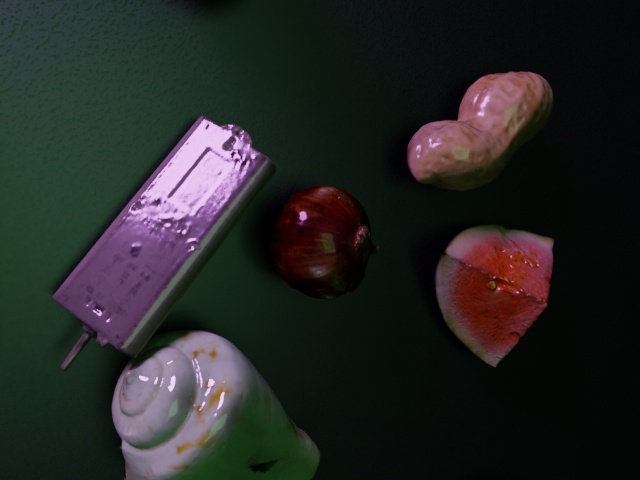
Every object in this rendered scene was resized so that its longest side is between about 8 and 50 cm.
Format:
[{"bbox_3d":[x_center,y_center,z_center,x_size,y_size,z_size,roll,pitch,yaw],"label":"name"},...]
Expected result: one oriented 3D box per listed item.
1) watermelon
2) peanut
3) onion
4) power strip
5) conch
[{"bbox_3d":[0.216,0.054,0.702,0.145,0.137,0.193,24,84,5],"label":"watermelon"},{"bbox_3d":[0.200,-0.134,0.661,0.229,0.098,0.103,-41,73,-20],"label":"peanut"},{"bbox_3d":[0.000,0.000,0.553,0.118,0.118,0.117,13,68,-31],"label":"onion"},{"bbox_3d":[-0.149,0.005,0.491,0.092,0.034,0.268,33,77,8],"label":"power strip"},{"bbox_3d":[-0.107,0.197,0.531,0.144,0.137,0.251,-61,144,-39],"label":"conch"}]
